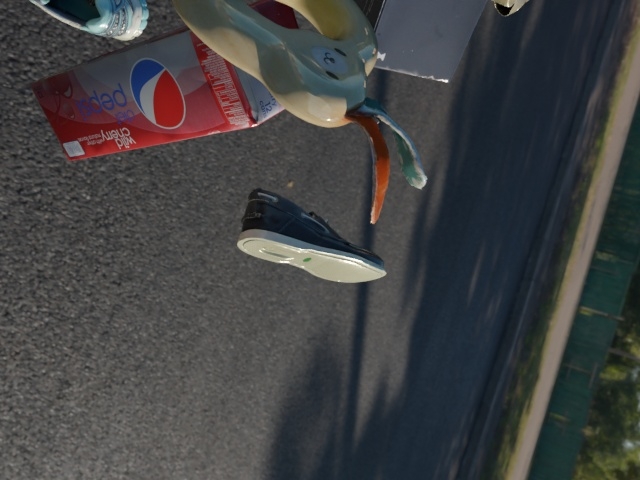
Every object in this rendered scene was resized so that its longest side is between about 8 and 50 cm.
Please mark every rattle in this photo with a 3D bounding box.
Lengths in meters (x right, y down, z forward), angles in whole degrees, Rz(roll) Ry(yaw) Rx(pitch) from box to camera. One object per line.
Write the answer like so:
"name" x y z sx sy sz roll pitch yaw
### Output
"rattle" 0.015 -0.130 0.344 0.143 0.199 0.130 -45 149 23

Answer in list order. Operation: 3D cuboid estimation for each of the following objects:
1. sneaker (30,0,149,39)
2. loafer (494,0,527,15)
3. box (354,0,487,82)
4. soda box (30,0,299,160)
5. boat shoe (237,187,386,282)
"sneaker" -0.393 -0.389 0.965 0.110 0.283 0.122 -63 177 23
"loafer" 0.265 -0.363 0.946 0.050 0.056 0.148 -58 151 9
"box" 0.095 -0.260 0.623 0.158 0.093 0.155 -94 -162 -46
"soda box" -0.135 -0.136 0.584 0.092 0.264 0.083 -41 120 -43
"boat shoe" 0.000 0.000 0.868 0.233 0.084 0.079 22 59 -36
